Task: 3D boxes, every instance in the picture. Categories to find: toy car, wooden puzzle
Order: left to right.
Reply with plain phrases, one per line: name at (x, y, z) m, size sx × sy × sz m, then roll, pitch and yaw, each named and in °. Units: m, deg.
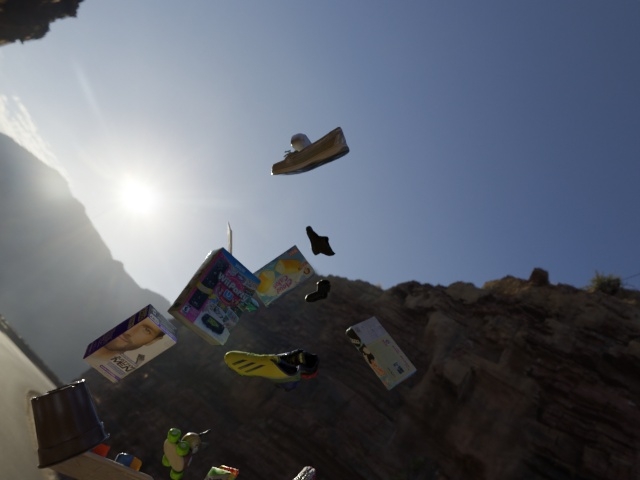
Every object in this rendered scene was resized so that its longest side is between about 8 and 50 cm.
wooden puzzle at (-0.770, 0.794, 1.509) m, size 0.347 × 0.081 × 0.322 m, roll 37°, pitch -51°, yaw -14°
toy car at (-0.542, 0.866, 1.793) m, size 0.148 × 0.188 × 0.155 m, roll 30°, pitch -69°, yaw 39°

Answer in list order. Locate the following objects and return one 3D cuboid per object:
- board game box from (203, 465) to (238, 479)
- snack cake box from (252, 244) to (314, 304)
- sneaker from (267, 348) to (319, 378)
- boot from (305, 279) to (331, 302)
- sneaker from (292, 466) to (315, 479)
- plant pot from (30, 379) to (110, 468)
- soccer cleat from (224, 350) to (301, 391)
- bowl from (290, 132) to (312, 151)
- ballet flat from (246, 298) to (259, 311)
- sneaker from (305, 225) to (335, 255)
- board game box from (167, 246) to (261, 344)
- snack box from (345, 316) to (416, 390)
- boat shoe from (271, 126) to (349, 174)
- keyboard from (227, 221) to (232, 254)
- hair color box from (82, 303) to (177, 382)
board game box at (-0.396, 0.894, 1.473) m, size 0.124 × 0.259 × 0.039 m, roll -15°, pitch -67°, yaw 42°
snack cake box at (-0.174, 0.161, 1.917) m, size 0.152 × 0.264 × 0.089 m, roll 52°, pitch -13°, yaw 15°
sneaker at (-0.125, 0.492, 1.733) m, size 0.275 × 0.098 × 0.135 m, roll 9°, pitch -43°, yaw -20°
boot at (-0.010, 0.235, 2.001) m, size 0.045 × 0.121 × 0.099 m, roll -120°, pitch -150°, yaw -43°
sneaker at (-0.127, 0.729, 1.188) m, size 0.112 × 0.299 × 0.121 m, roll 29°, pitch -55°, yaw 33°
plant pot at (-0.648, 0.458, 1.095) m, size 0.167 × 0.166 × 0.165 m, roll -22°, pitch -95°, yaw 56°
soccer cleat at (-0.205, 0.449, 1.563) m, size 0.288 × 0.093 × 0.121 m, roll 21°, pitch -68°, yaw 0°
bowl at (-0.059, -0.372, 1.752) m, size 0.053 × 0.142 × 0.142 m, roll -30°, pitch -66°, yaw 17°
ballet flat at (-0.427, 0.344, 2.427) m, size 0.083 × 0.087 × 0.247 m, roll 59°, pitch -4°, yaw 34°
sneaker at (-0.001, -0.001, 1.843) m, size 0.089 × 0.051 × 0.170 m, roll -26°, pitch -116°, yaw 20°
board game box at (-0.398, 0.213, 1.652) m, size 0.097 × 0.304 × 0.224 m, roll -15°, pitch -52°, yaw 46°
snack box at (0.282, 0.517, 1.998) m, size 0.322 × 0.187 × 0.060 m, roll 51°, pitch -52°, yaw 25°
boat shoe at (-0.048, -0.324, 1.619) m, size 0.320 × 0.118 × 0.103 m, roll -17°, pitch -91°, yaw 25°
keyboard at (-0.457, 0.023, 2.157) m, size 0.256 × 0.014 × 0.072 m, roll 102°, pitch -32°, yaw -43°
hair color box at (-0.814, 0.447, 1.853) m, size 0.185 × 0.338 × 0.110 m, roll 55°, pitch 2°, yaw -29°
